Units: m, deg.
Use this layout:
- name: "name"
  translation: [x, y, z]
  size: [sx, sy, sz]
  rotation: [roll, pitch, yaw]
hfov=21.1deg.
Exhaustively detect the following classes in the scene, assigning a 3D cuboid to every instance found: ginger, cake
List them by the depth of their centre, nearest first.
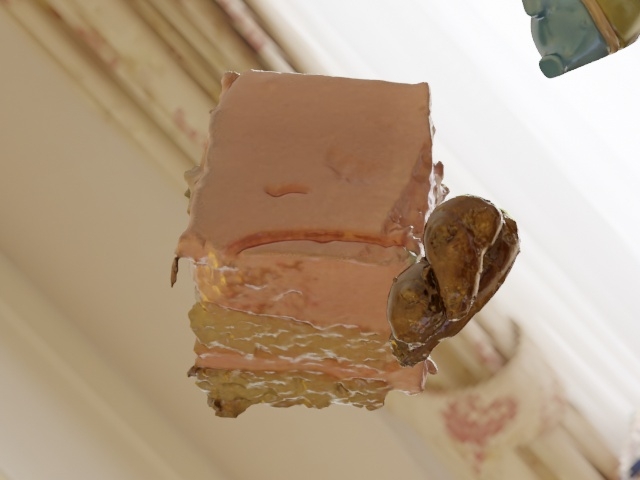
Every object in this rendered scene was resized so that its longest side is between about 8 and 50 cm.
- name: "ginger"
  translation: [0.110, 0.033, 1.437]
  size: [0.162, 0.073, 0.103]
  rotation: [-57, -27, -7]
- name: "cake"
  translation: [0.000, 0.000, 1.956]
  size: [0.307, 0.293, 0.314]
  rotation: [86, -173, -50]

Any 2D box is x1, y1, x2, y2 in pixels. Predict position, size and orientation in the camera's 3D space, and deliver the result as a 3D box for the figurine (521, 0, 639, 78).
- name: "figurine"
  translation: [0.293, -0.290, 1.825]
  size: [0.262, 0.180, 0.154]
  rotation: [-39, -14, -31]
